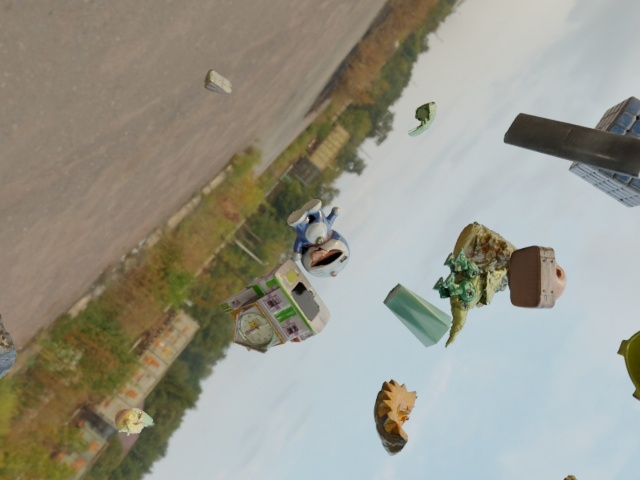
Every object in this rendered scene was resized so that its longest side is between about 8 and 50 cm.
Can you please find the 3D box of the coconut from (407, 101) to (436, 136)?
[{"bbox_3d":[0.332,-0.390,1.887,0.133,0.055,0.158,-39,-160,55],"label":"coconut"}]

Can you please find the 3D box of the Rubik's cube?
[{"bbox_3d":[0.928,-0.259,1.761,0.236,0.237,0.238,-56,172,7],"label":"Rubik's cube"}]

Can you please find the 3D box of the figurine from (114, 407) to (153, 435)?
[{"bbox_3d":[-0.538,0.532,1.709,0.083,0.083,0.187,-52,162,-21],"label":"figurine"}]

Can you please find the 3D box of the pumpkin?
[{"bbox_3d":[0.200,0.541,1.800,0.149,0.130,0.254,-56,180,25],"label":"pumpkin"}]

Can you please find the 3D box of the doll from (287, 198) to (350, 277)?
[{"bbox_3d":[0.000,0.000,1.863,0.215,0.256,0.161,-34,-149,-8],"label":"doll"}]

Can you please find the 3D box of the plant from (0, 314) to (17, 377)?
[{"bbox_3d":[-0.877,0.253,1.452,0.178,0.234,0.204,-22,152,-54],"label":"plant"}]

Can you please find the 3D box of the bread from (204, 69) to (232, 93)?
[{"bbox_3d":[-0.300,-0.445,1.660,0.109,0.062,0.043,17,81,-65],"label":"bread"}]

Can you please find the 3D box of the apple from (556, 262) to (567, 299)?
[{"bbox_3d":[0.779,0.130,2.097,0.162,0.201,0.201,-21,-158,33],"label":"apple"}]

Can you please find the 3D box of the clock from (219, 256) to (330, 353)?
[{"bbox_3d":[-0.165,0.238,1.865,0.310,0.235,0.166,-31,-172,29],"label":"clock"}]

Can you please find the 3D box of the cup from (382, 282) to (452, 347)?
[{"bbox_3d":[0.355,0.265,2.184,0.134,0.236,0.148,-47,-177,28],"label":"cup"}]

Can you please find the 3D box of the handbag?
[{"bbox_3d":[0.653,0.115,1.825,0.151,0.072,0.193,169,-76,-66],"label":"handbag"}]

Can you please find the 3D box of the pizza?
[{"bbox_3d":[0.525,0.089,1.991,0.268,0.258,0.087,-52,-167,32],"label":"pizza"}]

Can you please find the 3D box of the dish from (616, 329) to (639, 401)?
[{"bbox_3d":[0.870,0.292,1.400,0.262,0.108,0.221,-32,-141,30],"label":"dish"}]

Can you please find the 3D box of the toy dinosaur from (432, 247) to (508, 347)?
[{"bbox_3d":[0.339,0.131,1.410,0.259,0.153,0.094,-51,-179,-20],"label":"toy dinosaur"}]

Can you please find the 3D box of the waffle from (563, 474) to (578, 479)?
[{"bbox_3d":[0.552,0.628,1.330,0.046,0.161,0.191,10,-110,44],"label":"waffle"}]

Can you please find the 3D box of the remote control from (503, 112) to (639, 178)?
[{"bbox_3d":[0.679,-0.259,1.571,0.378,0.044,0.107,26,-105,41],"label":"remote control"}]
